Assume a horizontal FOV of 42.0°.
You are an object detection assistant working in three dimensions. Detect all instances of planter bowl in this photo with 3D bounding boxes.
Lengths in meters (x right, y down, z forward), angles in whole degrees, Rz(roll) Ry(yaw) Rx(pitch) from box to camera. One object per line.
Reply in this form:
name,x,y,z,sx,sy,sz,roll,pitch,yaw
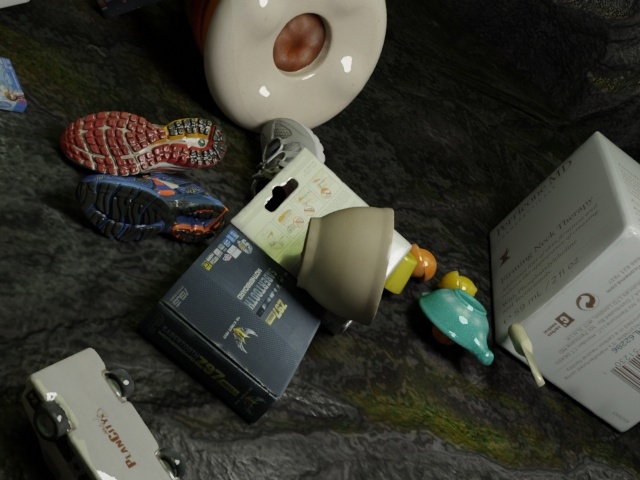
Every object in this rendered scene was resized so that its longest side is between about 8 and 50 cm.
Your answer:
planter bowl,0.028,0.026,1.124,0.109,0.162,0.162,11,35,-2

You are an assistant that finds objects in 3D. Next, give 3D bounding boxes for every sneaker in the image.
sneaker,-0.058,-0.104,1.326,0.115,0.105,0.281,19,38,-35
sneaker,-0.229,-0.050,1.102,0.221,0.083,0.087,12,28,-49
sneaker,-0.249,-0.124,1.164,0.225,0.093,0.088,1,82,-31

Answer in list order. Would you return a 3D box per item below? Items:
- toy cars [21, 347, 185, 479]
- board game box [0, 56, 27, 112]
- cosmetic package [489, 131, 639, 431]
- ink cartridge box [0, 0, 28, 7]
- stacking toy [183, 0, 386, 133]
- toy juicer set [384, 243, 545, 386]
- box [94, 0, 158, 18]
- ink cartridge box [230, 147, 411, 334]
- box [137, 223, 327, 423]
toy cars,-0.292,0.158,0.745,0.394,0.087,0.176,31,37,-26
board game box,-0.443,-0.212,1.098,0.090,0.020,0.090,2,49,-47
cosmetic package,0.554,0.072,1.596,0.327,0.329,0.393,35,30,-12
ink cartridge box,-0.474,-0.408,1.173,0.092,0.158,0.218,42,29,0
stacking toy,-0.138,-0.444,1.536,0.351,0.350,0.480,9,28,-44
toy juicer set,0.233,0.129,1.402,0.329,0.089,0.209,40,16,12
box,-0.250,-0.449,1.388,0.044,0.233,0.159,60,45,-30
ink cartridge box,0.000,0.000,1.233,0.225,0.056,0.181,42,62,1
box,-0.101,0.096,1.064,0.183,0.059,0.232,41,30,-4
